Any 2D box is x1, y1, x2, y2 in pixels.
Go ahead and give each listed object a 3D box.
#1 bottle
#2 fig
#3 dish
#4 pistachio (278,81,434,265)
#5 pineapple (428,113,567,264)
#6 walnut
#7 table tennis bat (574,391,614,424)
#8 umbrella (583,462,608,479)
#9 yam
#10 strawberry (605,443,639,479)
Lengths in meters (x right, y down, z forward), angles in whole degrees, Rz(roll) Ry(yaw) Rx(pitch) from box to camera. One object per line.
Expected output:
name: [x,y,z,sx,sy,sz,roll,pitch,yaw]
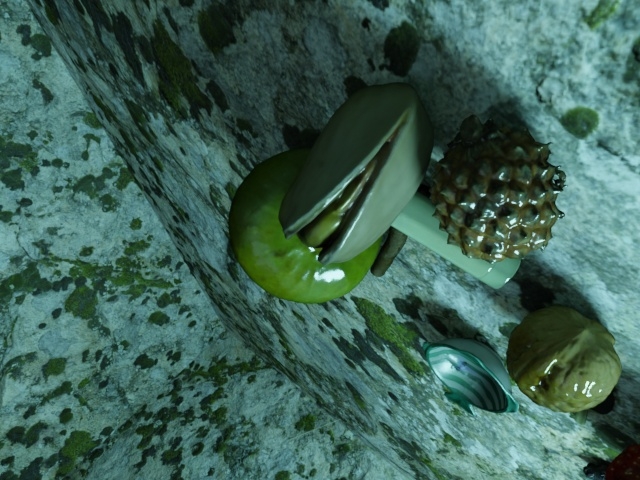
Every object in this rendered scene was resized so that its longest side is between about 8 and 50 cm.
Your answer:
bottle: [0.215,-0.003,0.684,0.202,0.072,0.072,31,152,2]
fig: [-0.036,-0.037,0.842,0.316,0.316,0.316,36,151,23]
dish: [0.337,0.288,0.934,0.224,0.078,0.246,30,148,32]
pistachio: [0.063,-0.097,0.614,0.166,0.287,0.197,31,172,-9]
pineapple: [0.220,-0.072,0.543,0.166,0.166,0.193,8,134,52]
walnut: [0.377,0.182,0.662,0.155,0.155,0.184,33,155,28]
table tennis bat: [0.494,0.301,0.791,0.087,0.013,0.156,22,143,40]
umbrella: [0.596,0.473,0.842,0.040,0.037,0.144,29,156,-10]
yam: [0.150,-0.008,0.853,0.045,0.045,0.326,62,161,24]
strawberry: [0.570,0.444,0.639,0.239,0.249,0.288,7,159,44]
